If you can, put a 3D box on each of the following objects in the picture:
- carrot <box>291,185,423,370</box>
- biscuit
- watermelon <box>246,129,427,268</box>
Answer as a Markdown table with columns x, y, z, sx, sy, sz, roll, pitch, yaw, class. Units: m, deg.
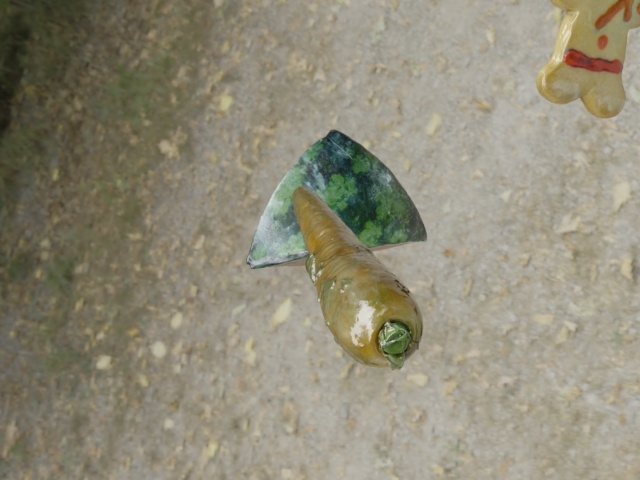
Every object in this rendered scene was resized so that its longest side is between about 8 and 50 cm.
| x | y | z | sx | sy | sz | roll | pitch | yaw | class |
| --- | --- | --- | --- | --- | --- | --- | --- | --- | --- |
| 0.009 | 0.008 | 0.547 | 0.049 | 0.049 | 0.254 | -63 | 19 | 13 | carrot |
| 0.324 | -0.267 | 1.067 | 0.030 | 0.153 | 0.234 | 24 | 104 | 57 | biscuit |
| 0.011 | 0.002 | 1.091 | 0.207 | 0.202 | 0.136 | -36 | 54 | -19 | watermelon |
